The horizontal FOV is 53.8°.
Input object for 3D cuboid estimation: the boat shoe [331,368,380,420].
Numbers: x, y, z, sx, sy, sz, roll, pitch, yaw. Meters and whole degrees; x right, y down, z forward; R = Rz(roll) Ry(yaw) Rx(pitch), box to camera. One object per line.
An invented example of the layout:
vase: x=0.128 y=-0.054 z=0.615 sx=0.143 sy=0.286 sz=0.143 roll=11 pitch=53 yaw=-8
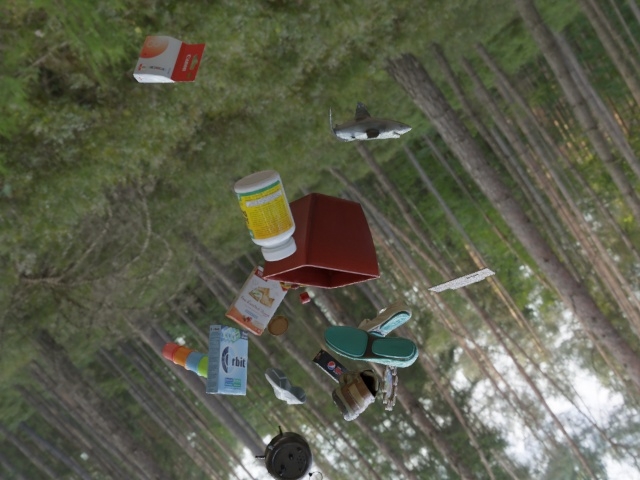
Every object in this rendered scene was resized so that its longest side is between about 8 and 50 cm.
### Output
boat shoe: x=0.126 y=0.448 z=1.900 sx=0.120 sy=0.122 sz=0.324 roll=-36 pitch=177 yaw=8

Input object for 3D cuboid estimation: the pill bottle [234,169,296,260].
pill bottle: x=-0.131 y=-0.061 z=1.580 sx=0.117 sy=0.208 sz=0.117 roll=-15 pitch=-159 yaw=6

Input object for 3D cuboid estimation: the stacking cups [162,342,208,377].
stacking cups: x=-0.467 y=0.465 z=2.379 sx=0.316 sy=0.096 sz=0.096 roll=12 pitch=-139 yaw=28

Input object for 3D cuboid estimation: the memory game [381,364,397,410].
memory game: x=0.244 y=0.501 z=2.204 sx=0.012 sy=0.186 sz=0.186 roll=-3 pitch=-152 yaw=21

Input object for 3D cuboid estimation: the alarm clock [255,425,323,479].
alarm clock: x=-0.070 y=0.602 z=1.709 sx=0.129 sy=0.192 sz=0.064 roll=-52 pitch=-169 yaw=-6

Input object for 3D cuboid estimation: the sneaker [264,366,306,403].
sneaker: x=-0.107 y=0.405 z=1.723 sx=0.061 sy=0.152 sz=0.054 roll=-26 pitch=-150 yaw=31

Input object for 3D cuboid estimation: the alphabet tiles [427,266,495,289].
alphabet tiles: x=0.473 y=0.134 z=2.086 sx=0.198 sy=0.009 sz=0.237 roll=-22 pitch=165 yaw=18

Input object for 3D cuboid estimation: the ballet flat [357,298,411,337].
ballet flat: x=0.176 y=0.263 z=1.954 sx=0.248 sy=0.086 sz=0.086 roll=-37 pitch=-167 yaw=21

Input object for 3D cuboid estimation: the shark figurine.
shark figurine: x=0.099 y=-0.333 z=1.764 sx=0.278 sy=0.116 sz=0.166 roll=-8 pitch=-172 yaw=-36

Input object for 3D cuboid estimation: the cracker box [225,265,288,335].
cracker box: x=-0.250 y=0.238 z=2.505 sx=0.232 sy=0.155 sz=0.067 roll=-59 pitch=-164 yaw=-17

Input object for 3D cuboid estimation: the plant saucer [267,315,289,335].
plant saucer: x=-0.155 y=0.319 z=2.346 sx=0.083 sy=0.015 sz=0.083 roll=-8 pitch=-125 yaw=12

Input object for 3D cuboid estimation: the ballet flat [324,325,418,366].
ballet flat: x=0.129 y=0.279 z=1.612 sx=0.247 sy=0.087 sz=0.083 roll=7 pitch=-121 yaw=20

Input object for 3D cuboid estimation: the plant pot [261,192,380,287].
plant pot: x=0.000 y=0.000 z=1.921 sx=0.267 sy=0.267 sz=0.236 roll=-20 pitch=-115 yaw=54

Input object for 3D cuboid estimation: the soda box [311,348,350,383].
soda box: x=0.052 y=0.471 z=2.303 sx=0.060 sy=0.169 sz=0.053 roll=-51 pitch=-164 yaw=-13

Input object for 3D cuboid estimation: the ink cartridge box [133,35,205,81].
ink cartridge box: x=-0.435 y=-0.523 z=1.815 sx=0.179 sy=0.045 sz=0.145 roll=2 pitch=-115 yaw=17

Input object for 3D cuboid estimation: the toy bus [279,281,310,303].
toy bus: x=-0.057 y=0.114 z=2.305 sx=0.191 sy=0.202 sz=0.104 roll=-49 pitch=-160 yaw=-9

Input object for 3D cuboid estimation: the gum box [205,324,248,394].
gum box: x=-0.261 y=0.340 z=1.781 sx=0.041 sy=0.184 sz=0.157 roll=-5 pitch=164 yaw=22
